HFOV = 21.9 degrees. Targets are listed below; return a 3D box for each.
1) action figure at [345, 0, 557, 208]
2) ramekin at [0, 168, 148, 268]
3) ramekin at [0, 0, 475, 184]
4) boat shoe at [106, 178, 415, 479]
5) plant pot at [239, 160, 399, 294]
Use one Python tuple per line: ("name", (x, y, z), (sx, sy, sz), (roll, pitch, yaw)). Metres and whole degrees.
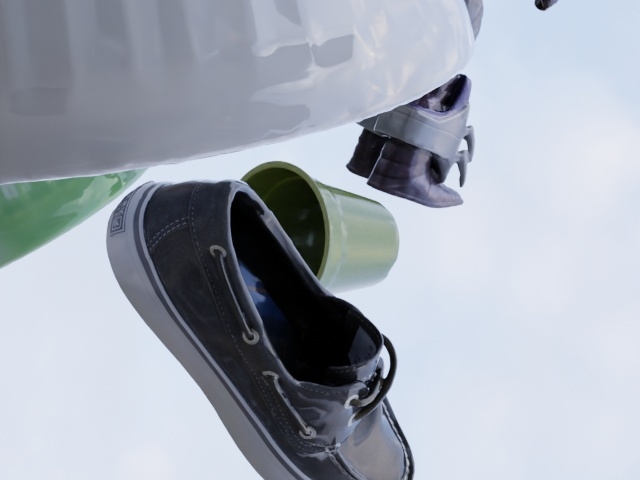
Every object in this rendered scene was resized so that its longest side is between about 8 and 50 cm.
("action figure", (0.085, -0.172, 1.129), (0.185, 0.099, 0.285), (36, -62, 54))
("ramekin", (-0.277, -0.081, 1.177), (0.303, 0.303, 0.148), (2, -58, 48))
("ramekin", (-0.088, -0.120, 0.595), (0.277, 0.277, 0.135), (13, -64, 48))
("boat shoe", (-0.006, 0.053, 0.774), (0.076, 0.228, 0.080), (-13, -143, 33))
("plant pot", (0.000, 0.000, 0.915), (0.083, 0.079, 0.083), (-2, -93, 42))
